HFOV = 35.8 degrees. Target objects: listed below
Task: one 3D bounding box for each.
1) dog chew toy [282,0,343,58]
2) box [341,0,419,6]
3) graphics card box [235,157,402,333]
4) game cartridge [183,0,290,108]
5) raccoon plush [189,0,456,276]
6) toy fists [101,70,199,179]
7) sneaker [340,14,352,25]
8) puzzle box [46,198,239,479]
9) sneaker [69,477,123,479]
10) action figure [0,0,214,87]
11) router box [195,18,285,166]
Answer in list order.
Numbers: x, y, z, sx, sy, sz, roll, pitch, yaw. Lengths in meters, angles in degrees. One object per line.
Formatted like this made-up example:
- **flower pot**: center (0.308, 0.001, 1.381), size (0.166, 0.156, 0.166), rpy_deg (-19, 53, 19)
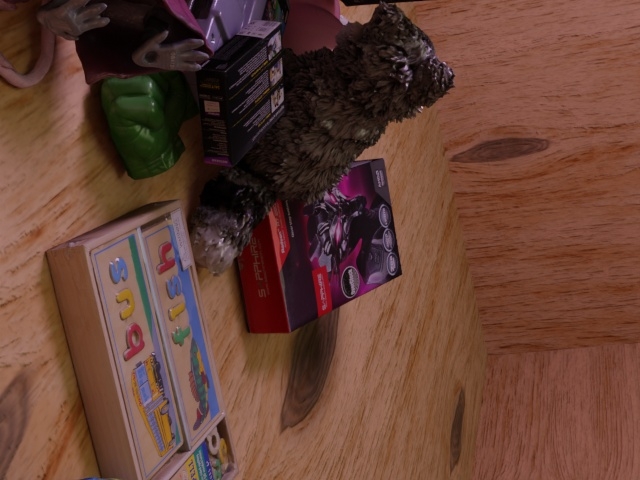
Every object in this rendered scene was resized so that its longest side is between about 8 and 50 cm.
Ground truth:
- **dog chew toy**: center (-0.050, -0.383, 1.753), size (0.206, 0.207, 0.331), rpy_deg (50, 29, -59)
- **box**: center (0.173, -0.507, 1.515), size (0.293, 0.396, 0.212), rpy_deg (7, 84, -68)
- **graphics card box**: center (0.000, 0.000, 1.729), size (0.371, 0.094, 0.232), rpy_deg (-21, 105, -53)
- **game cartridge**: center (-0.111, -0.326, 1.412), size (0.230, 0.068, 0.355), rpy_deg (65, 31, -53)
- **raccoon plush**: center (0.018, -0.137, 1.447), size (0.216, 0.299, 0.446), rpy_deg (32, 65, -27)
- **toy fists**: center (-0.213, -0.209, 1.330), size (0.279, 0.096, 0.142), rpy_deg (-71, 148, -51)
- **sneaker**: center (0.036, -0.446, 2.226), size (0.129, 0.111, 0.297), rpy_deg (68, 13, 6)
- **puzzle box**: center (-0.210, 0.170, 1.255), size (0.272, 0.052, 0.408), rpy_deg (-41, 122, -68)
- **sneaker**: center (-0.254, 0.291, 1.042), size (0.188, 0.067, 0.078), rpy_deg (38, 41, -69)
- **action figure**: center (-0.256, -0.341, 1.176), size (0.248, 0.276, 0.370), rpy_deg (63, 6, -57)
- **router box**: center (-0.101, -0.196, 1.299), size (0.179, 0.046, 0.133), rpy_deg (-55, 149, -52)
